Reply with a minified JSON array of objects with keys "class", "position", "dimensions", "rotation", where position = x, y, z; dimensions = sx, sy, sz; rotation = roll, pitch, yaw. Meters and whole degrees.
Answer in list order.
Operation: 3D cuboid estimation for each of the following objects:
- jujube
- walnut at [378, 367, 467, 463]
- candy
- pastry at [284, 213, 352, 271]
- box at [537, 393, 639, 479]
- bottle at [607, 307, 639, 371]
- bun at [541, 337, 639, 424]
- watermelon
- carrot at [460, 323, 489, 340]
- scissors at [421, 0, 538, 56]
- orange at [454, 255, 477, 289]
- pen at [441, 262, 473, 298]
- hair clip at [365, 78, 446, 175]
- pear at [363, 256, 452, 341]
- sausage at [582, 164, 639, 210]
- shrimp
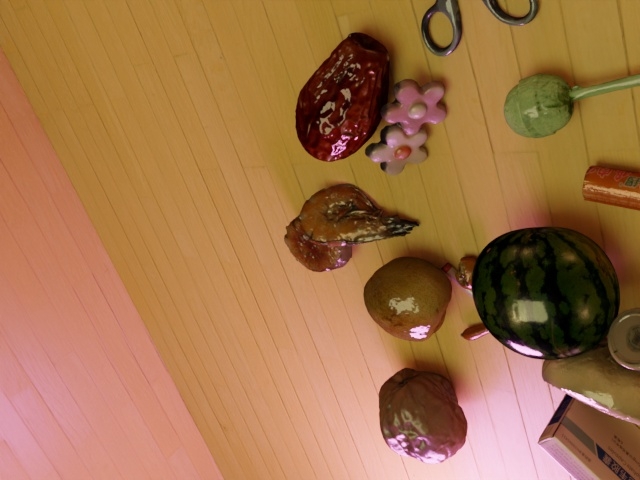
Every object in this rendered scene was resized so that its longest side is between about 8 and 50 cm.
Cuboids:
[{"class":"jujube","position":[0.048,-0.310,1.552],"dimensions":[0.197,0.197,0.290],"rotation":[37,125,14]},{"class":"walnut","position":[0.280,0.490,1.958],"dimensions":[0.273,0.227,0.273],"rotation":[23,138,22]},{"class":"candy","position":[0.528,-0.276,1.221],"dimensions":[0.440,0.119,0.119],"rotation":[-11,113,39]},{"class":"pastry","position":[0.000,0.000,1.922],"dimensions":[0.192,0.093,0.182],"rotation":[-27,97,47]},{"class":"box","position":[0.685,0.512,1.619],"dimensions":[0.343,0.200,0.065],"rotation":[44,144,7]},{"class":"bottle","position":[0.675,0.208,1.364],"dimensions":[0.120,0.253,0.120],"rotation":[-22,60,46]},{"class":"bun","position":[0.612,0.286,1.483],"dimensions":[0.287,0.287,0.146],"rotation":[22,94,30]},{"class":"watermelon","position":[0.458,0.104,1.428],"dimensions":[0.285,0.285,0.285],"rotation":[25,135,27]},{"class":"carrot","position":[0.411,0.229,1.777],"dimensions":[0.142,0.035,0.035],"rotation":[-25,103,45]},{"class":"scissors","position":[0.229,-0.546,1.315],"dimensions":[0.256,0.029,0.383],"rotation":[-13,113,48]},{"class":"orange","position":[0.360,0.083,1.681],"dimensions":[0.086,0.062,0.086],"rotation":[23,135,25]},{"class":"pen","position":[0.386,0.135,1.728],"dimensions":[0.218,0.026,0.026],"rotation":[43,141,7]},{"class":"hair clip","position":[0.189,-0.248,1.541],"dimensions":[0.146,0.075,0.257],"rotation":[9,143,-11]},{"class":"pear","position":[0.216,0.141,1.758],"dimensions":[0.211,0.188,0.228],"rotation":[24,141,15]},{"class":"sausage","position":[0.613,-0.087,1.300],"dimensions":[0.234,0.071,0.071],"rotation":[15,130,34]},{"class":"shrimp","position":[0.095,-0.065,1.783],"dimensions":[0.317,0.062,0.164],"rotation":[1,84,19]}]
